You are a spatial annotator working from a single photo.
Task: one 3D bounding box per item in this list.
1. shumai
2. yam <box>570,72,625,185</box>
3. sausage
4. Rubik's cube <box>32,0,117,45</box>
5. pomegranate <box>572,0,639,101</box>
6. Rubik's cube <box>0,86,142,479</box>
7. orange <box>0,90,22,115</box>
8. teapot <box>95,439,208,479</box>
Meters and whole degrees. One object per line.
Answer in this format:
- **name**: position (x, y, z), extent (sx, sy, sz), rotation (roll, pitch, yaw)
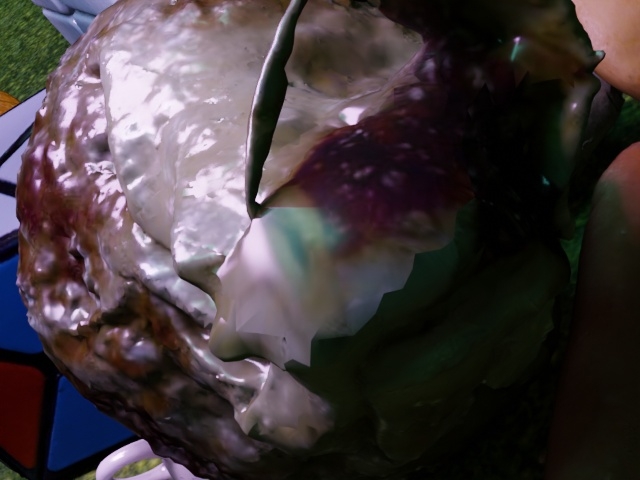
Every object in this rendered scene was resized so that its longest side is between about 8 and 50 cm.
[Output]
- **shumai**: position (0.000, 0.000, 0.797), extent (0.395, 0.395, 0.348), rotation (-43, 8, -6)
- **yam**: position (0.132, -0.042, 1.047), extent (0.259, 0.106, 0.106), rotation (-45, 32, -15)
- **sausage**: position (0.193, 0.098, 0.824), extent (0.094, 0.094, 0.419), rotation (-48, 18, 46)
- **Rubik's cube**: position (-0.082, -0.271, 1.345), extent (0.319, 0.322, 0.316), rotation (-47, 31, -11)
- **pomegranate**: position (0.305, -0.233, 0.964), extent (0.307, 0.307, 0.307), rotation (-26, 34, 20)
- **Rubik's cube**: position (-0.223, 0.027, 1.185), extent (0.248, 0.246, 0.250), rotation (-24, 35, 21)
- **orange**: position (-0.395, -0.049, 1.463), extent (0.264, 0.264, 0.264), rotation (-26, 34, 20)
- **teapot**: position (-0.059, 0.142, 0.994), extent (0.226, 0.092, 0.145), rotation (-23, 55, -17)
